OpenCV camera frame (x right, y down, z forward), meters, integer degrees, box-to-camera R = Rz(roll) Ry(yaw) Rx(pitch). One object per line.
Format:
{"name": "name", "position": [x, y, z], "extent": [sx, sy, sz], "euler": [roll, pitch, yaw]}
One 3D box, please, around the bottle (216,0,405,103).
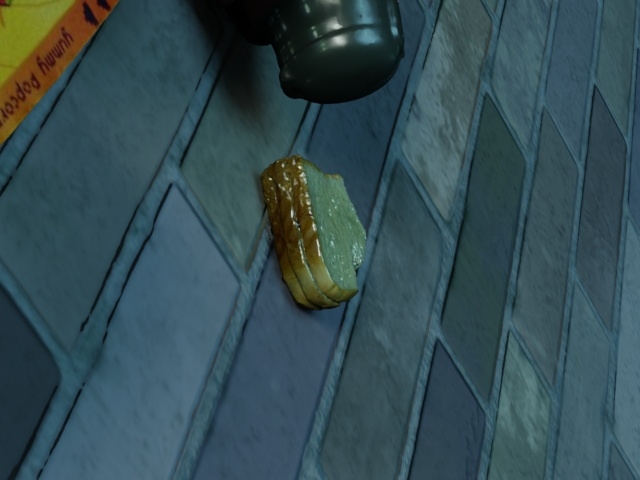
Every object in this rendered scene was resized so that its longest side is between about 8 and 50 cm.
{"name": "bottle", "position": [-0.011, -0.224, 1.309], "extent": [0.143, 0.156, 0.271], "euler": [78, -5, -72]}

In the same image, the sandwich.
{"name": "sandwich", "position": [0.000, 0.000, 1.292], "extent": [0.093, 0.035, 0.105], "euler": [26, 49, -59]}

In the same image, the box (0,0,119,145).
{"name": "box", "position": [-0.233, -0.158, 0.701], "extent": [0.284, 0.213, 0.259], "euler": [59, 23, -21]}
